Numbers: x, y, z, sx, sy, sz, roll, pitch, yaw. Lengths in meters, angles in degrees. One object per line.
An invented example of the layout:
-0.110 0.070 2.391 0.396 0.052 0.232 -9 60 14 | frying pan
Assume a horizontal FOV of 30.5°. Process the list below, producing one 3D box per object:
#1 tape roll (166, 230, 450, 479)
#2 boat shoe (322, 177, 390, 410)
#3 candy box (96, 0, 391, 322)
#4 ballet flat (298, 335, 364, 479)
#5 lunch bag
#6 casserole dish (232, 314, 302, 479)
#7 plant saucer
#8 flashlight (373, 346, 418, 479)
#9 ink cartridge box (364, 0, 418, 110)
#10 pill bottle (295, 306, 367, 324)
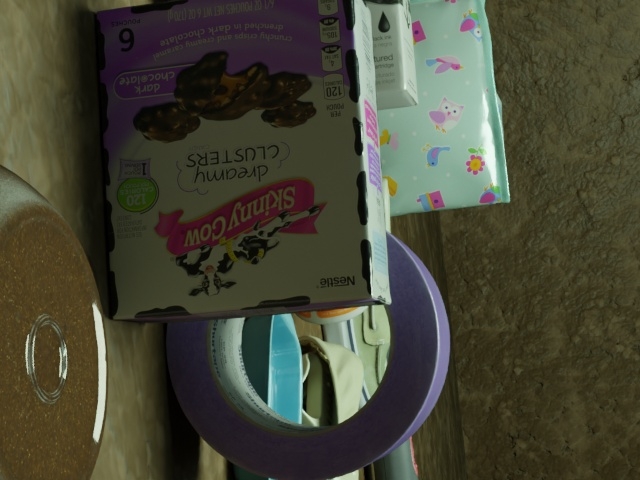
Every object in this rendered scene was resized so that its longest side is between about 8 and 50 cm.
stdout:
-0.007 0.070 0.822 0.080 0.189 0.189 30 55 -77 | tape roll
0.052 0.070 1.372 0.109 0.094 0.302 -69 151 -67 | boat shoe
-0.047 -0.051 0.734 0.070 0.164 0.196 27 58 -77 | candy box
-0.010 0.186 1.083 0.248 0.086 0.086 -86 165 -47 | ballet flat
0.108 -0.168 1.438 0.160 0.223 0.262 -70 152 -78 | lunch bag
-0.045 0.145 0.993 0.114 0.037 0.188 67 22 -59 | casserole dish
-0.140 0.056 0.544 0.198 0.036 0.199 -4 90 -79 | plant saucer
0.107 0.281 1.555 0.103 0.103 0.304 166 -82 -74 | flashlight
0.012 -0.231 1.171 0.086 0.148 0.203 19 65 -76 | ink cartridge box
0.000 0.000 1.158 0.086 0.086 0.152 -78 160 -57 | pill bottle
